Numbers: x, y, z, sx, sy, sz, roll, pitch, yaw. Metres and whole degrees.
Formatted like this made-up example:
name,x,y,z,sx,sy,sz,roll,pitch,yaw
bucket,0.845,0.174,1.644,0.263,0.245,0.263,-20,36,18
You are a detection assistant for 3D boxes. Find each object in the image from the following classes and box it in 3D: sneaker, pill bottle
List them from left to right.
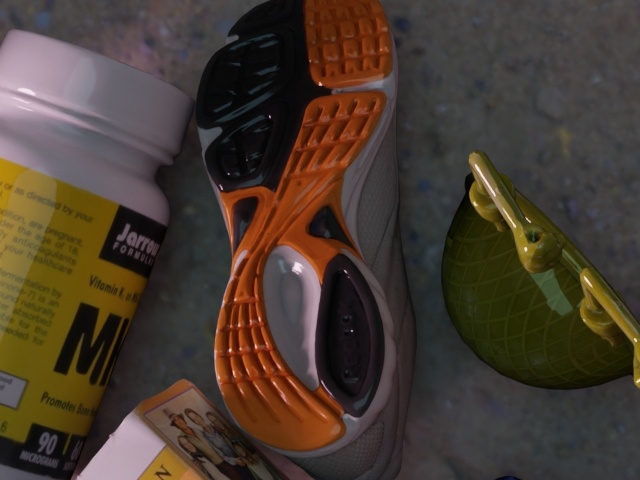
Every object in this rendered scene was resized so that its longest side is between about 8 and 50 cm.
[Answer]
name,x,y,z,sx,sy,sz,roll,pitch,yaw
pill bottle,-0.143,0.011,0.917,0.119,0.119,0.208,20,87,9
sneaker,0.000,0.000,0.918,0.099,0.121,0.262,-5,60,14

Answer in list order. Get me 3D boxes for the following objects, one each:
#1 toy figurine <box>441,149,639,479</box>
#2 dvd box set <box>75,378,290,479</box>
name,x,y,z,sx,sy,sz,roll,pitch,yaw
toy figurine,0.117,0.161,0.841,0.217,0.191,0.362,-44,79,6
dvd box set,-0.008,0.313,0.846,0.420,0.062,0.307,44,111,9
